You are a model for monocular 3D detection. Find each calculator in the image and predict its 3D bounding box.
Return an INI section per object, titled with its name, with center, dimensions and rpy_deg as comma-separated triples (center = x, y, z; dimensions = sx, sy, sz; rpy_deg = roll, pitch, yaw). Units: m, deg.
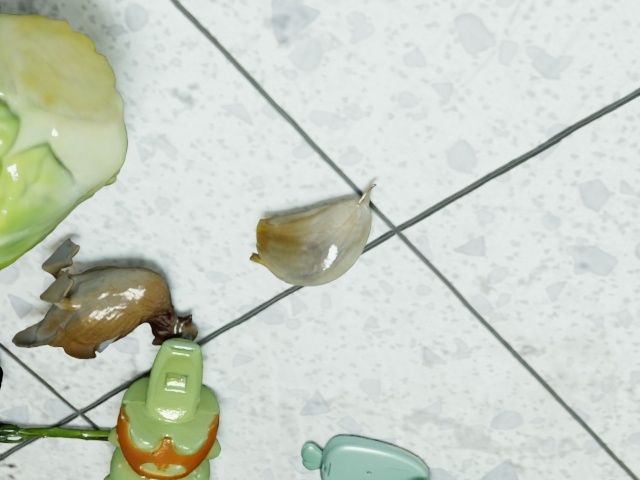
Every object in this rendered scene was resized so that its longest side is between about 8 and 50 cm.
[calculator]
center = 0.051, 0.266, 1.641
dimensions = 0.153, 0.021, 0.095
rpy_deg = 10, 130, 1

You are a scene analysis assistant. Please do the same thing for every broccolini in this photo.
[broccolini]
center = -0.327, 0.235, 1.705
dimensions = 0.218, 0.044, 0.042
rpy_deg = 1, 113, 6

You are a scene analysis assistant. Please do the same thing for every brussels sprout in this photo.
[brussels sprout]
center = -0.348, -0.095, 1.293
dimensions = 0.344, 0.344, 0.268
rpy_deg = -25, 95, 29

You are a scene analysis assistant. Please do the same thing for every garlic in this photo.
[garlic]
center = -0.001, 0.006, 1.412
dimensions = 0.152, 0.066, 0.084
rpy_deg = -13, 122, 25

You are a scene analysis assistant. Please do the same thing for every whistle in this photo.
[whistle]
center = -0.174, 0.222, 1.604
dimensions = 0.131, 0.106, 0.288
rpy_deg = 9, 131, -6

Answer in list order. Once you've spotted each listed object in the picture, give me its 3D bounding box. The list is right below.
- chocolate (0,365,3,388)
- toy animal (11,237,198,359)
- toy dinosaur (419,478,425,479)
[chocolate]
center = -0.537, 0.177, 1.644
dimensions = 0.343, 0.126, 0.148
rpy_deg = -11, 101, 24
[toy animal]
center = -0.238, 0.087, 1.533
dimensions = 0.188, 0.089, 0.179
rpy_deg = -29, 132, 26
[toy dinosaur]
center = 0.165, 0.455, 1.514
dimensions = 0.374, 0.500, 0.144
rpy_deg = 34, 135, 26
